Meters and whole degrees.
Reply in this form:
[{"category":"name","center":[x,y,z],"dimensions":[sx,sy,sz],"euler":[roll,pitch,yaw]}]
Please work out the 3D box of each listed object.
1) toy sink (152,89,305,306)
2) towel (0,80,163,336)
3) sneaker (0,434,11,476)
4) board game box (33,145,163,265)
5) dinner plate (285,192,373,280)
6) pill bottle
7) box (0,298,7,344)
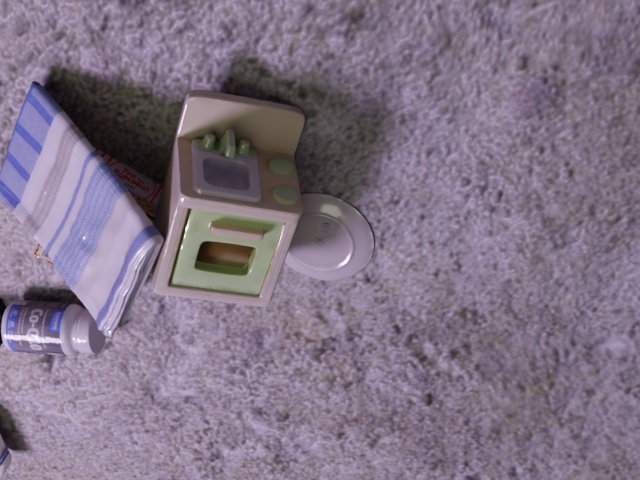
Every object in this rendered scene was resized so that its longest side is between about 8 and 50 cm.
[{"category":"toy sink","center":[-0.112,-0.045,1.420],"dimensions":[0.153,0.131,0.234],"euler":[8,129,-17]},{"category":"towel","center":[-0.317,-0.036,1.480],"dimensions":[0.285,0.034,0.209],"euler":[50,135,17]},{"category":"sneaker","center":[-0.652,0.368,1.918],"dimensions":[0.296,0.112,0.131],"euler":[-12,121,25]},{"category":"board game box","center":[-0.290,-0.018,1.572],"dimensions":[0.147,0.045,0.193],"euler":[30,128,-7]},{"category":"dinner plate","center":[0.000,0.000,1.521],"dimensions":[0.141,0.017,0.141],"euler":[7,126,10]},{"category":"pill bottle","center":[-0.387,0.129,1.686],"dimensions":[0.137,0.078,0.078],"euler":[3,126,14]},{"category":"box","center":[-0.506,0.134,1.721],"dimensions":[0.062,0.083,0.052],"euler":[-10,122,23]}]
